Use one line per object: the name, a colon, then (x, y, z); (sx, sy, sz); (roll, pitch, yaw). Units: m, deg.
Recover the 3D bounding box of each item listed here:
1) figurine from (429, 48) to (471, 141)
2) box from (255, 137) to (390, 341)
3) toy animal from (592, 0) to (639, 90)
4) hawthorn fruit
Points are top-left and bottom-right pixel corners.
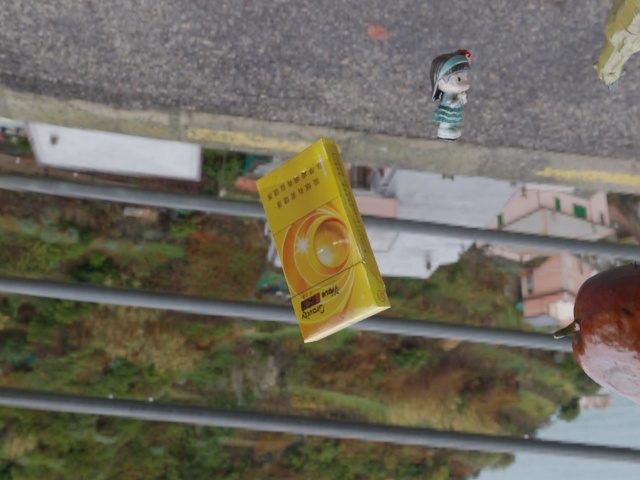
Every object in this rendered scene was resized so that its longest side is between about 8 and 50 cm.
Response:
figurine: (0.158, -0.175, 0.999); (0.060, 0.106, 0.047); (-17, -155, -42)
box: (0.000, 0.000, 1.243); (0.152, 0.269, 0.043); (-29, 162, 37)
toy animal: (0.366, -0.256, 0.935); (0.103, 0.101, 0.219); (39, 172, 8)
hawthorn fruit: (0.459, 0.128, 1.174); (0.261, 0.224, 0.224); (9, 156, -8)
